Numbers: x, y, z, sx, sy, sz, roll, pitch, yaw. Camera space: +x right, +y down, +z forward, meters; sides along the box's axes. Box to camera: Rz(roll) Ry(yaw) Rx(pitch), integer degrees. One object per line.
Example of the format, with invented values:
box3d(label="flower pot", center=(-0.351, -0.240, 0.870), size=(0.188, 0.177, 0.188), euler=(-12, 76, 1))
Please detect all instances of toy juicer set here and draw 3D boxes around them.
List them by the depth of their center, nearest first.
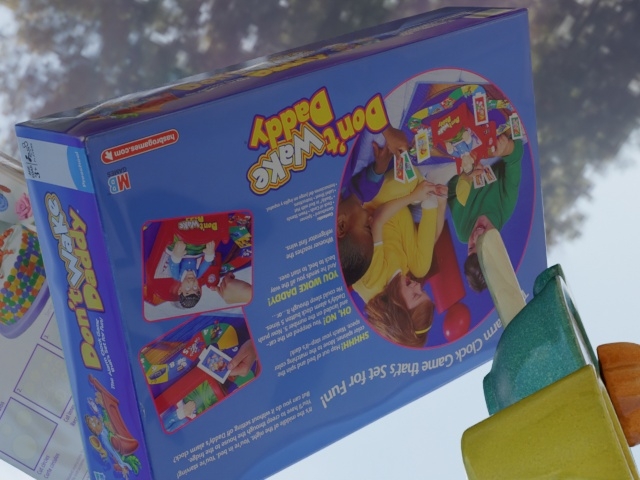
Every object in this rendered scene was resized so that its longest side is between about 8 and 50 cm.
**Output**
box3d(label="toy juicer set", center=(0.146, 0.116, 0.642), size=(0.329, 0.089, 0.209), euler=(-66, -46, -74))

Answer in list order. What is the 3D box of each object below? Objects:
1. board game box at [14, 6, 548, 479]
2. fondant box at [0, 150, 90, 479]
box3d(label="board game box", center=(0.000, 0.000, 0.813), size=(0.347, 0.233, 0.078), euler=(-21, -158, -37))
box3d(label="fondant box", center=(-0.262, 0.077, 1.200), size=(0.330, 0.238, 0.096), euler=(29, -172, 4))
